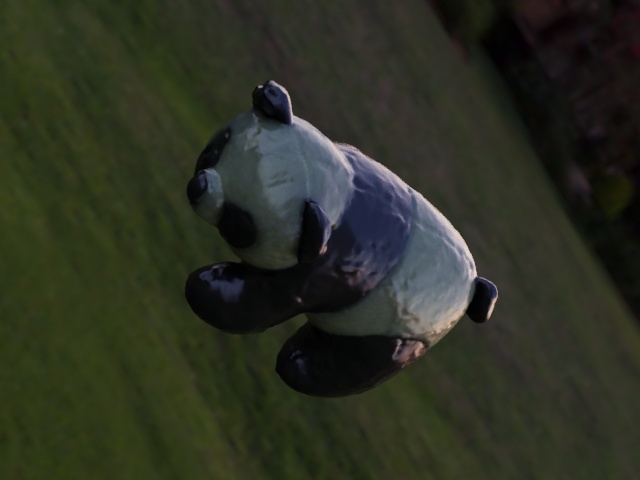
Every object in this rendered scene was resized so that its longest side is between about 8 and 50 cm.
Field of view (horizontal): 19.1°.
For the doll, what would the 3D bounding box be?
[{"bbox_3d":[0.001,0.000,1.231,0.234,0.135,0.143,37,44,-35],"label":"doll"}]
